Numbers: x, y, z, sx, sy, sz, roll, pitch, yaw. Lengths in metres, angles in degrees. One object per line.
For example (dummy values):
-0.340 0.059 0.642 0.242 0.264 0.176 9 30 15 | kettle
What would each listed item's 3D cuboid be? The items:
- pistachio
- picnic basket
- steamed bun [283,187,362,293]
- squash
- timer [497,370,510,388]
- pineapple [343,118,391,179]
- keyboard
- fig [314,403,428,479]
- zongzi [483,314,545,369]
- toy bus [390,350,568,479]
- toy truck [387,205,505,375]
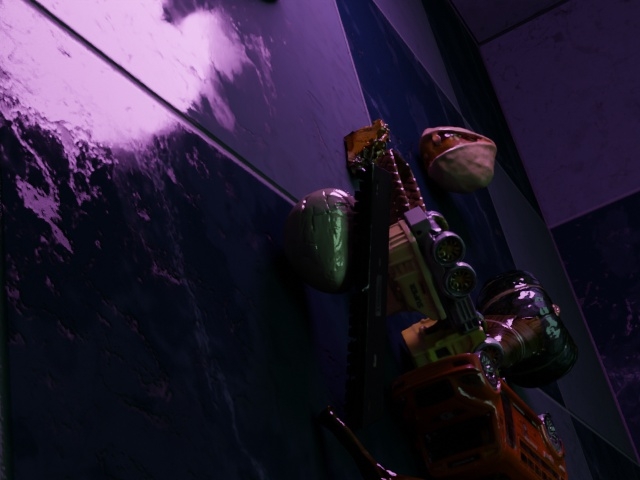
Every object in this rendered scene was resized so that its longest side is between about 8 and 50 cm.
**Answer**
0.310 -0.188 2.065 0.229 0.157 0.157 14 53 -51 | pistachio
0.149 -0.068 1.647 0.110 0.055 0.193 35 36 -53 | picnic basket
0.000 0.000 1.121 0.112 0.091 0.130 31 62 -63 | steamed bun
0.426 0.183 1.892 0.252 0.165 0.252 54 20 -30 | squash
0.297 0.290 1.610 0.144 0.055 0.187 64 23 1 | timer
0.070 -0.149 1.552 0.077 0.114 0.114 26 46 -2 | pineapple
0.059 0.068 1.112 0.106 0.027 0.317 12 81 -70 | keyboard
0.084 0.320 0.956 0.290 0.190 0.191 27 11 17 | fig
0.252 0.179 1.511 0.184 0.187 0.084 -18 98 -49 | zongzi
0.235 0.290 1.295 0.329 0.143 0.153 45 31 -40 | toy bus
0.156 0.093 1.340 0.124 0.157 0.272 -108 174 -69 | toy truck
